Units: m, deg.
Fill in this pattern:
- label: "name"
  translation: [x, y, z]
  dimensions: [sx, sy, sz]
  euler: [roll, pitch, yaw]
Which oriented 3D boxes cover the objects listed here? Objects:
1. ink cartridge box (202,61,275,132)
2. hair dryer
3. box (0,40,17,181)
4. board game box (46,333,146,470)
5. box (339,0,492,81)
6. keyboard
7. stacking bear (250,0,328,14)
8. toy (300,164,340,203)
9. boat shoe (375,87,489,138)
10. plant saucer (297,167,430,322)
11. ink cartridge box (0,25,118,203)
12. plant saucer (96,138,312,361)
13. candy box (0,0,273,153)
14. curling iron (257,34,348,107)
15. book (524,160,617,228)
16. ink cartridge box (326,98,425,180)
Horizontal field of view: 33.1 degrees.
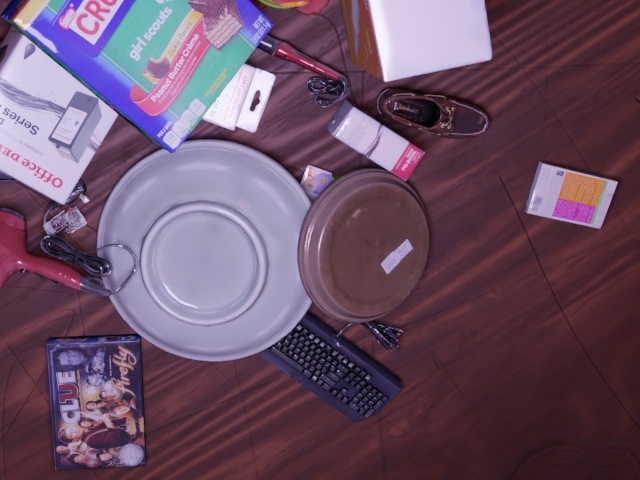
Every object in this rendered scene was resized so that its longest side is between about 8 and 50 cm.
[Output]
- label: "ink cartridge box"
  translation: [-0.182, -0.261, 1.816]
  dimensions: [0.198, 0.067, 0.115]
  euler: [19, 100, -11]
- label: "hair dryer"
  translation: [-0.475, 0.033, 1.780]
  dimensions: [0.293, 0.080, 0.224]
  euler: [-31, 69, -9]
- label: "box"
  translation: [-0.569, -0.215, 1.785]
  dimensions: [0.183, 0.059, 0.233]
  euler: [1, 104, -8]
- label: "board game box"
  translation: [-0.401, 0.292, 1.942]
  dimensions: [0.165, 0.042, 0.243]
  euler: [-2, 104, -6]
- label: "box"
  translation: [0.130, -0.383, 1.680]
  dimensions: [0.168, 0.345, 0.215]
  euler: [-13, 105, -4]
- label: "keyboard"
  translation: [0.019, 0.190, 1.959]
  dimensions: [0.317, 0.033, 0.201]
  euler: [36, 107, -15]
- label: "stacking bear"
  translation: [-0.054, -0.429, 1.675]
  dimensions: [0.175, 0.289, 0.164]
  euler: [-1, 104, -7]
- label: "toy"
  translation: [0.000, 0.000, 1.911]
  dimensions: [0.136, 0.056, 0.237]
  euler: [19, 101, -10]
- label: "boat shoe"
  translation: [0.198, -0.217, 1.873]
  dimensions: [0.206, 0.073, 0.073]
  euler: [8, 102, -10]
- label: "plant saucer"
  translation: [0.086, 0.013, 1.876]
  dimensions: [0.277, 0.041, 0.278]
  euler: [-7, 104, -31]
- label: "ink cartridge box"
  translation: [-0.436, -0.224, 1.721]
  dimensions: [0.198, 0.114, 0.273]
  euler: [32, 86, -30]
- label: "plant saucer"
  translation: [-0.194, 0.030, 1.843]
  dimensions: [0.400, 0.100, 0.401]
  euler: [0, 104, 2]
- label: "candy box"
  translation: [-0.275, -0.337, 1.647]
  dimensions: [0.317, 0.122, 0.268]
  euler: [40, 83, -28]
- label: "curling iron"
  translation: [-0.072, -0.312, 1.834]
  dimensions: [0.274, 0.035, 0.068]
  euler: [31, 98, -13]
- label: "book"
  translation: [0.454, -0.081, 1.959]
  dimensions: [0.144, 0.035, 0.096]
  euler: [12, 105, -9]
- label: "ink cartridge box"
  translation: [0.093, -0.174, 1.850]
  dimensions: [0.150, 0.109, 0.063]
  euler: [32, 99, -13]
